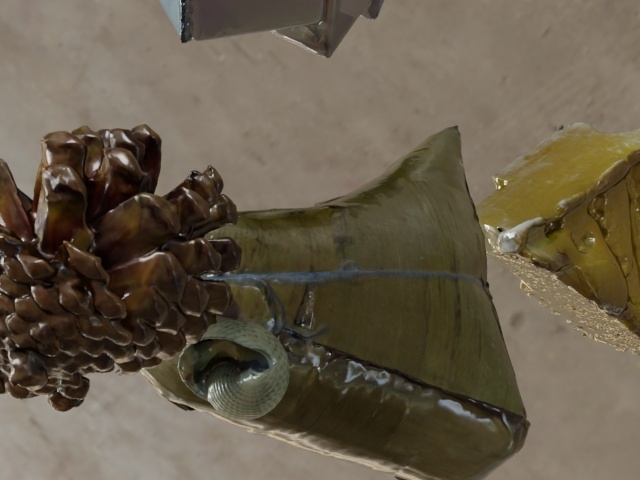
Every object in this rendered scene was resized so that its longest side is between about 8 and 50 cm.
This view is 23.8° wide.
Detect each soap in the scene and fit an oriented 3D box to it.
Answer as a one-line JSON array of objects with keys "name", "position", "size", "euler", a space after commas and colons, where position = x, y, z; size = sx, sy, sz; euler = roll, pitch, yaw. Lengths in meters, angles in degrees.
[{"name": "soap", "position": [0.309, 0.068, 1.835], "size": [0.169, 0.304, 0.339], "euler": [11, 125, 45]}]

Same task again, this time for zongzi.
[{"name": "zongzi", "position": [0.000, 0.000, 1.314], "size": [0.356, 0.393, 0.174], "euler": [21, 140, -30]}]

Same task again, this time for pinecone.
[{"name": "pinecone", "position": [-0.140, 0.010, 0.920], "size": [0.150, 0.195, 0.179], "euler": [60, 147, 21]}]

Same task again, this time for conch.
[{"name": "conch", "position": [-0.054, 0.080, 1.013], "size": [0.076, 0.056, 0.085], "euler": [30, 134, -9]}]

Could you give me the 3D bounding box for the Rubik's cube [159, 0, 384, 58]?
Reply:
[{"name": "Rubik's cube", "position": [-0.062, -0.403, 1.641], "size": [0.358, 0.368, 0.387], "euler": [30, 136, 25]}]
